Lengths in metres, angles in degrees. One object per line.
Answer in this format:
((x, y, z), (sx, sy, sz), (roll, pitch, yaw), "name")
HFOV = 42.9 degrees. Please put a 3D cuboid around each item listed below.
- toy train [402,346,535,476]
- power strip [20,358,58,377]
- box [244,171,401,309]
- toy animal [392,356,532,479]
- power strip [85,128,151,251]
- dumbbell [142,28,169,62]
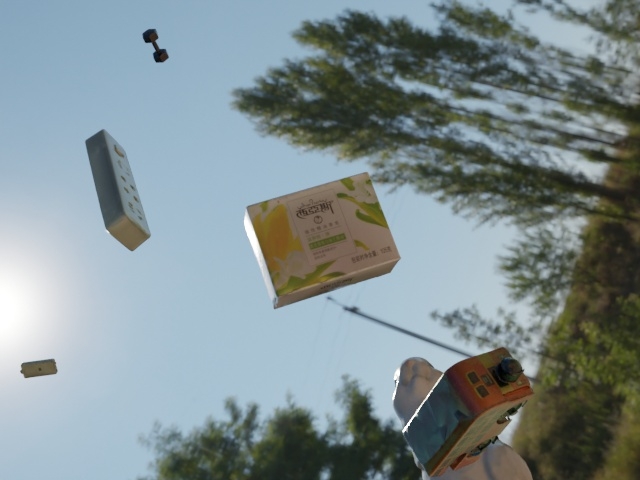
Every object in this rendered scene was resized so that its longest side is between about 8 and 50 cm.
((0.169, 0.199, 0.943), (0.099, 0.072, 0.188), (-8, -38, -28), "toy train")
((-0.690, 0.314, 1.996), (0.016, 0.090, 0.040), (-99, 1, -69), "power strip")
((0.000, 0.000, 1.600), (0.111, 0.260, 0.194), (106, 144, -72), "box")
((0.250, 0.381, 1.491), (0.194, 0.357, 0.258), (-41, -43, 18), "toy animal")
((-0.449, -0.125, 1.785), (0.062, 0.385, 0.091), (-35, -47, 6), "power strip")
((-0.394, -0.465, 1.944), (0.083, 0.036, 0.040), (66, -176, -46), "dumbbell")
